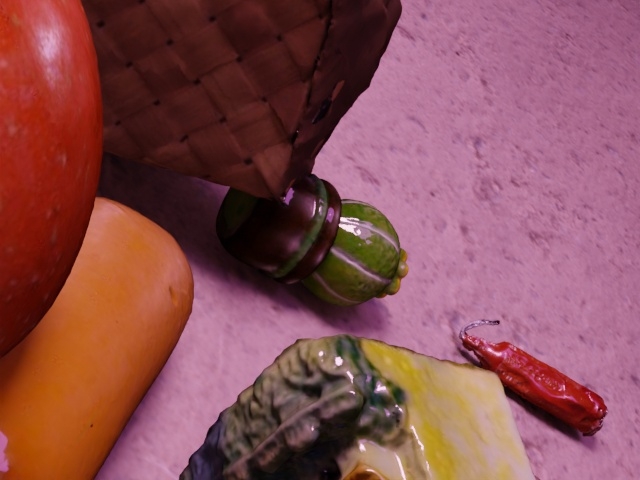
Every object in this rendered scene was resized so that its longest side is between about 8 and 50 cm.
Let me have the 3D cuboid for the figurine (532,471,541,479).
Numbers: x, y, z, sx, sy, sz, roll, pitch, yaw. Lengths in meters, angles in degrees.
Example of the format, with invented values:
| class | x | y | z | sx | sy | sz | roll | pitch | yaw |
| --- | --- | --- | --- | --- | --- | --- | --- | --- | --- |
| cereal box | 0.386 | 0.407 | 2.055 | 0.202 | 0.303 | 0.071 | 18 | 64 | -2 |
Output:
| class | x | y | z | sx | sy | sz | roll | pitch | yaw |
| --- | --- | --- | --- | --- | --- | --- | --- | --- | --- |
| figurine | 0.124 | 0.212 | 0.932 | 0.125 | 0.125 | 0.138 | 15 | 40 | -38 |

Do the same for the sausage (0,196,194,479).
| class | x | y | z | sx | sy | sz | roll | pitch | yaw |
| --- | --- | --- | --- | --- | --- | --- | --- | --- | --- |
| sausage | -0.162 | 0.059 | 0.805 | 0.134 | 0.116 | 0.354 | 28 | 29 | -4 |

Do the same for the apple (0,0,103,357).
| class | x | y | z | sx | sy | sz | roll | pitch | yaw |
| --- | --- | --- | --- | --- | --- | --- | --- | --- | --- |
| apple | -0.277 | -0.058 | 0.622 | 0.349 | 0.276 | 0.348 | -6 | 31 | 4 |

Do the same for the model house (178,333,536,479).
| class | x | y | z | sx | sy | sz | roll | pitch | yaw |
| --- | --- | --- | --- | --- | --- | --- | --- | --- | --- |
| model house | 0.028 | 0.199 | 0.767 | 0.170 | 0.194 | 0.211 | 20 | 36 | -38 |

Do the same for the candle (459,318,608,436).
| class | x | y | z | sx | sy | sz | roll | pitch | yaw |
| --- | --- | --- | --- | --- | --- | --- | --- | --- | --- |
| candle | 0.194 | 0.121 | 1.188 | 0.162 | 0.048 | 0.053 | 32 | 4 | -15 |

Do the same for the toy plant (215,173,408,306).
| class | x | y | z | sx | sy | sz | roll | pitch | yaw |
| --- | --- | --- | --- | --- | --- | --- | --- | --- | --- |
| toy plant | 0.000 | 0.000 | 1.069 | 0.162 | 0.093 | 0.092 | 28 | 35 | -28 |

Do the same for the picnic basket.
| class | x | y | z | sx | sy | sz | roll | pitch | yaw |
| --- | --- | --- | --- | --- | --- | --- | --- | --- | --- |
| picnic basket | -0.099 | -0.225 | 1.025 | 0.337 | 0.293 | 0.337 | 12 | 33 | -8 |
